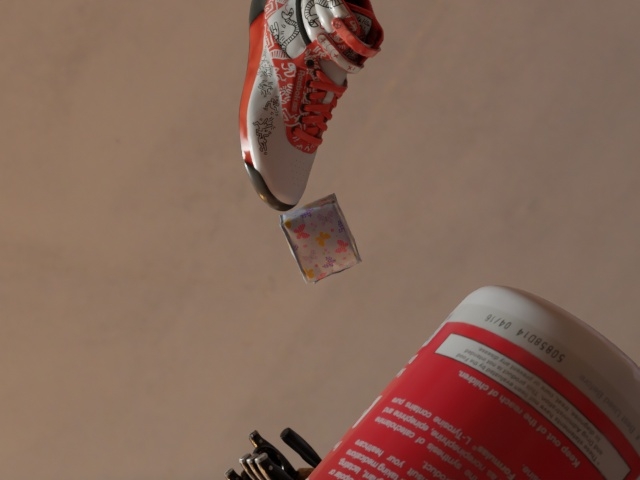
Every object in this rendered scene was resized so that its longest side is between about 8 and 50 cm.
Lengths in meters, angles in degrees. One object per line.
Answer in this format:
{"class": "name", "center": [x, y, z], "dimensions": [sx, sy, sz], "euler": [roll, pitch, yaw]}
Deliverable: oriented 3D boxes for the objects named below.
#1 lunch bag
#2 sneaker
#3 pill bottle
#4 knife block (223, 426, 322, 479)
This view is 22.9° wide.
{"class": "lunch bag", "center": [0.000, 0.000, 1.754], "dimensions": [0.071, 0.053, 0.083], "euler": [-23, -75, 5]}
{"class": "sneaker", "center": [-0.007, -0.174, 1.733], "dimensions": [0.145, 0.270, 0.090], "euler": [-13, -22, 36]}
{"class": "pill bottle", "center": [0.088, 0.251, 1.275], "dimensions": [0.407, 0.229, 0.229], "euler": [-47, -34, -17]}
{"class": "knife block", "center": [0.016, 0.349, 2.004], "dimensions": [0.088, 0.276, 0.242], "euler": [-57, -20, -27]}
